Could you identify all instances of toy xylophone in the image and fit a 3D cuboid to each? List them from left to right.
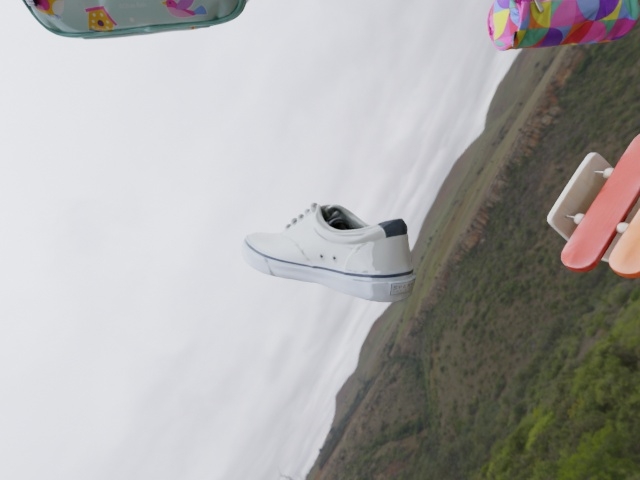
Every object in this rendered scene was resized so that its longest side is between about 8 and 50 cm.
[{"bbox_3d":[0.429,-0.040,0.430,0.081,0.322,0.236,37,-102,-30],"label":"toy xylophone"}]

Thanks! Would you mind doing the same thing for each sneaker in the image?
[{"bbox_3d":[0.000,0.000,0.488,0.094,0.257,0.092,-8,-78,-48],"label":"sneaker"}]

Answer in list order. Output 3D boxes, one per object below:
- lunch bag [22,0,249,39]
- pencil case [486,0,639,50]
[{"bbox_3d":[-0.222,-0.353,0.446,0.108,0.278,0.224,-92,-2,-47],"label":"lunch bag"},{"bbox_3d":[0.402,-0.376,0.685,0.104,0.236,0.105,171,90,-81],"label":"pencil case"}]
